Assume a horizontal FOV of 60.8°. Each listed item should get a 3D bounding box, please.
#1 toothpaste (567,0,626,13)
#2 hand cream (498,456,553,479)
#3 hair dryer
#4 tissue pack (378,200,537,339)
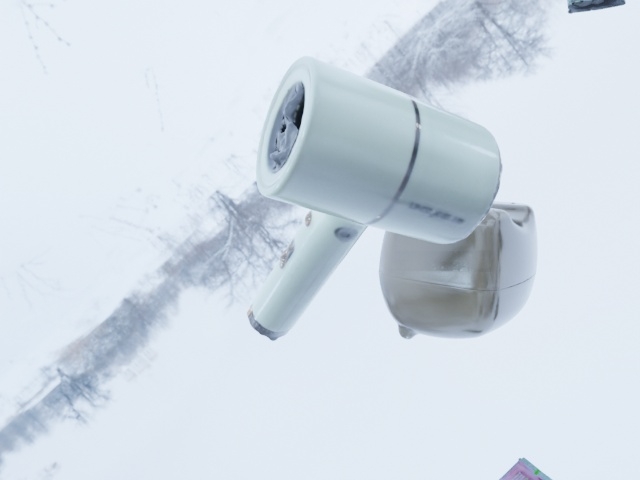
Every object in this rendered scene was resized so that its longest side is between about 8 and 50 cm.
[{"bbox_3d":[0.281,-0.392,0.534,0.071,0.312,0.089,-1,-134,21],"label":"toothpaste"},{"bbox_3d":[0.356,0.561,1.125,0.275,0.079,0.050,-34,151,-17],"label":"hand cream"},{"bbox_3d":[0.000,0.000,0.580,0.362,0.203,0.128,-55,-149,38],"label":"hair dryer"},{"bbox_3d":[0.294,0.055,1.125,0.268,0.276,0.387,4,-171,31],"label":"tissue pack"}]
